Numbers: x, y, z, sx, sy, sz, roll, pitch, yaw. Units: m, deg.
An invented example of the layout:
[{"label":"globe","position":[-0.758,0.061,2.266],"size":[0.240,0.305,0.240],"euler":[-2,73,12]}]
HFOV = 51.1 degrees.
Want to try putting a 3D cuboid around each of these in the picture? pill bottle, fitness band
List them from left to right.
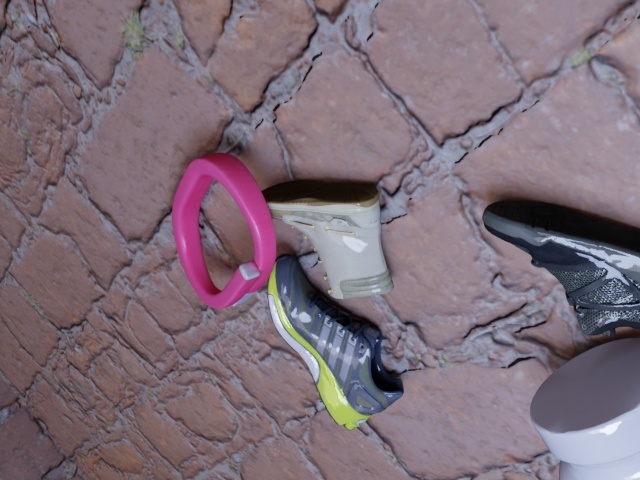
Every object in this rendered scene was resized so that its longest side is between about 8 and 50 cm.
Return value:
[{"label":"fitness band","position":[-0.158,-0.009,1.029],"size":[0.209,0.054,0.291],"euler":[62,147,12]},{"label":"pill bottle","position":[0.411,0.307,0.772],"size":[0.210,0.210,0.363],"euler":[-29,99,43]}]

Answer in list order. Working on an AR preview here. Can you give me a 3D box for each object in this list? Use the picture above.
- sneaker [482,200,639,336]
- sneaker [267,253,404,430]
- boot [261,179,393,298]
[{"label":"sneaker","position":[0.287,0.036,0.771],"size":[0.227,0.087,0.130],"euler":[20,122,18]},{"label":"sneaker","position":[0.026,0.143,1.035],"size":[0.121,0.111,0.300],"euler":[-27,100,24]},{"label":"boot","position":[0.000,0.000,0.966],"size":[0.213,0.077,0.165],"euler":[5,123,33]}]
